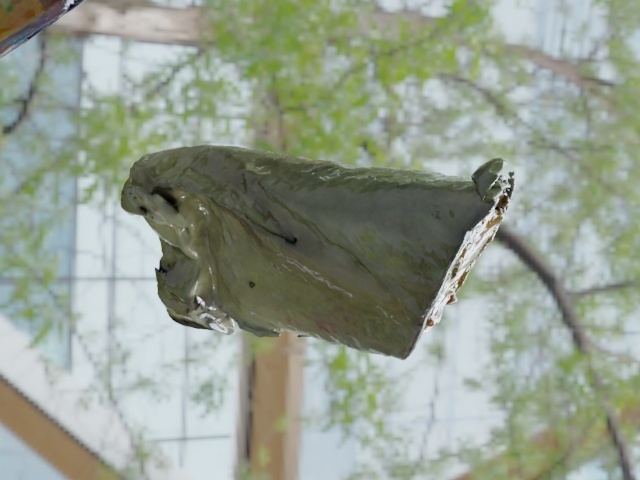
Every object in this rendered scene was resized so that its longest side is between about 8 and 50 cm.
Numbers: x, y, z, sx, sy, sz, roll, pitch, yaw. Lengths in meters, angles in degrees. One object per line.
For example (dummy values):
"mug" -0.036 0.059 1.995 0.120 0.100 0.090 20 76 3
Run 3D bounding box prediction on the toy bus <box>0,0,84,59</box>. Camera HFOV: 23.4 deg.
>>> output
"toy bus" -0.241 -0.220 0.727 0.138 0.317 0.112 -34 -162 12

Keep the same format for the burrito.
"burrito" 0.006 0.008 1.093 0.348 0.175 0.107 2 -128 36
